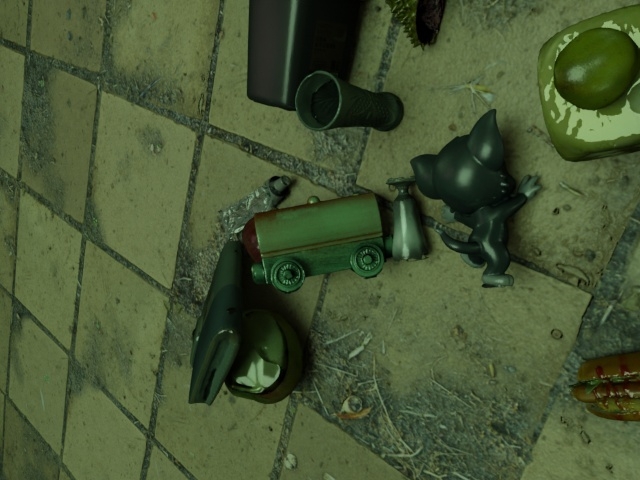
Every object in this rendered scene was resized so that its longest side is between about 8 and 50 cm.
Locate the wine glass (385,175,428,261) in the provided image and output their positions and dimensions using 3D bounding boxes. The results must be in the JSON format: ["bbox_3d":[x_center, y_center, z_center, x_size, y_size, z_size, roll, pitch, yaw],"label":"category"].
[{"bbox_3d":[0.161,-0.040,1.005,0.072,0.072,0.155,-4,94,39],"label":"wine glass"}]

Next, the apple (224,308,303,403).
[{"bbox_3d":[-0.129,0.264,1.218,0.207,0.174,0.188,-28,45,50],"label":"apple"}]

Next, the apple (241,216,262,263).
[{"bbox_3d":[-0.095,0.009,1.171,0.120,0.153,0.153,-30,74,-3],"label":"apple"}]

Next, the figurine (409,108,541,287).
[{"bbox_3d":[0.247,-0.052,0.896,0.193,0.140,0.265,-19,60,56],"label":"figurine"}]

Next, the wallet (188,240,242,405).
[{"bbox_3d":[-0.237,0.183,1.235,0.360,0.083,0.252,-101,33,-60],"label":"wallet"}]

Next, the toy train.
[{"bbox_3d":[0.000,0.000,1.047,0.286,0.116,0.177,-10,91,0],"label":"toy train"}]

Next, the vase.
[{"bbox_3d":[0.062,-0.237,0.960,0.096,0.219,0.096,6,99,38],"label":"vase"}]

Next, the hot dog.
[{"bbox_3d":[0.486,0.210,0.778,0.250,0.076,0.104,-19,85,37],"label":"hot dog"}]

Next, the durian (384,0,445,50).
[{"bbox_3d":[0.150,-0.433,0.928,0.108,0.119,0.186,23,111,30],"label":"durian"}]

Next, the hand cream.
[{"bbox_3d":[-0.153,-0.087,1.267,0.257,0.050,0.084,-32,73,41],"label":"hand cream"}]

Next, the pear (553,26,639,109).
[{"bbox_3d":[0.315,-0.201,0.628,0.092,0.097,0.092,170,90,-72],"label":"pear"}]

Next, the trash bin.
[{"bbox_3d":[-0.035,-0.404,1.030,0.182,0.209,0.290,23,116,33],"label":"trash bin"}]

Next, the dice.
[{"bbox_3d":[0.401,-0.203,0.725,0.166,0.169,0.169,-11,90,40],"label":"dice"}]
